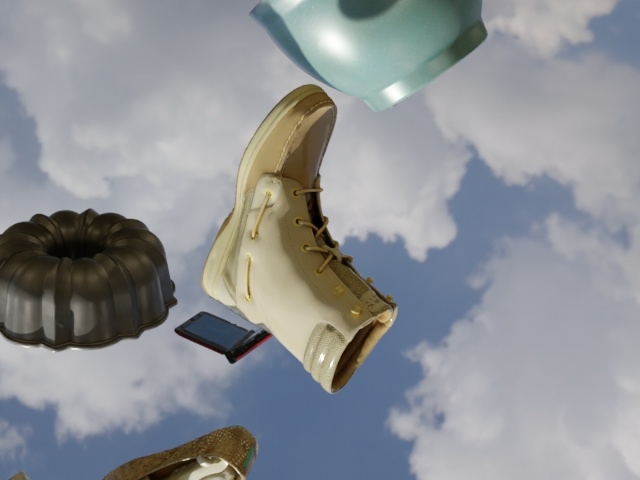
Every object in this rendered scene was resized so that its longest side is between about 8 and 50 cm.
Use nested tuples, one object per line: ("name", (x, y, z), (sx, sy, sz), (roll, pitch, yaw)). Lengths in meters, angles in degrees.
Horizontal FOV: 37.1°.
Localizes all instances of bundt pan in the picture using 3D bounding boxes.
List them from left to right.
("bundt pan", (-0.400, 0.045, 1.572), (0.330, 0.124, 0.331), (4, -154, -2))

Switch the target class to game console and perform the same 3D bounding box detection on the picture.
("game console", (-0.111, 0.108, 1.302), (0.085, 0.124, 0.144), (53, -169, 0))

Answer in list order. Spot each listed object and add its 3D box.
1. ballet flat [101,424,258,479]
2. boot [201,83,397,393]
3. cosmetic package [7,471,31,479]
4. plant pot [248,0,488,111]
("ballet flat", (-0.161, 0.260, 1.015), (0.073, 0.206, 0.067), (55, -164, -24))
("boot", (0.000, 0.000, 0.943), (0.203, 0.262, 0.095), (38, -155, 28))
("cosmetic package", (-0.344, 0.469, 1.261), (0.113, 0.309, 0.160), (-33, -140, -12))
("plant pot", (0.085, -0.286, 1.185), (0.196, 0.293, 0.293), (55, -138, -10))
